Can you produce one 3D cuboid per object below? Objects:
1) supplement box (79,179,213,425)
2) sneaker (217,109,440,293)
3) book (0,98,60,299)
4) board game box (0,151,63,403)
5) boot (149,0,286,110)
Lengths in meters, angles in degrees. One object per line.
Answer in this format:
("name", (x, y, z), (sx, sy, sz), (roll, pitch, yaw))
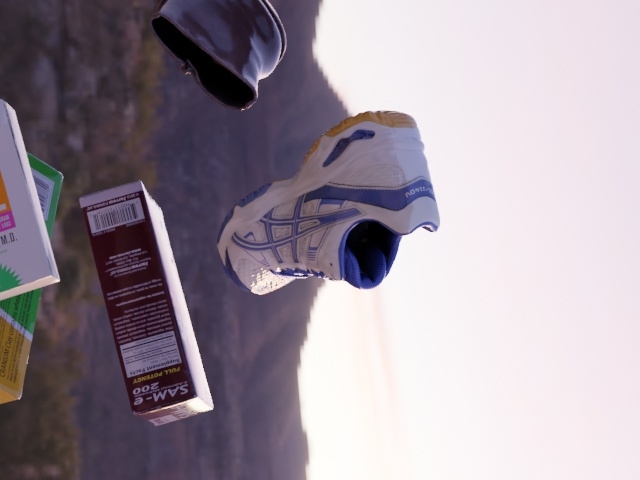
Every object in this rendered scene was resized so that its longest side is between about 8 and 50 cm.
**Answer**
("supplement box", (-0.184, 0.070, 1.516), (0.130, 0.073, 0.239), (74, 1, -78))
("sneaker", (0.000, 0.000, 1.342), (0.296, 0.112, 0.131), (-42, -120, 48))
("book", (-0.263, -0.023, 1.074), (0.035, 0.096, 0.144), (68, 4, -76))
("board game box", (-0.396, 0.069, 1.375), (0.064, 0.316, 0.242), (35, 46, -40))
("boot", (-0.129, -0.244, 1.320), (0.248, 0.090, 0.207), (44, 22, -13))
